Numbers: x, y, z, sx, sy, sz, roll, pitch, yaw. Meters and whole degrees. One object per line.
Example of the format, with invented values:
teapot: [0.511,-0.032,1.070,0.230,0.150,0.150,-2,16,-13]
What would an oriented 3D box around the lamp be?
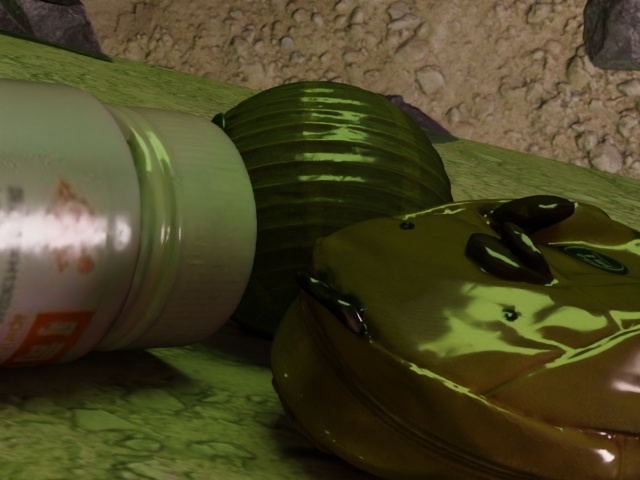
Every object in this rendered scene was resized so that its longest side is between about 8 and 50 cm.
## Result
lamp: [0.000,0.000,1.470,0.250,0.284,0.250,-3,-28,-2]

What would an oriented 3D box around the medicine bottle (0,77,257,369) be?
medicine bottle: [-0.252,-0.013,1.231,0.388,0.219,0.219,0,17,-45]

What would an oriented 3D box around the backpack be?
backpack: [0.157,0.082,1.252,0.378,0.201,0.353,-3,23,-31]
